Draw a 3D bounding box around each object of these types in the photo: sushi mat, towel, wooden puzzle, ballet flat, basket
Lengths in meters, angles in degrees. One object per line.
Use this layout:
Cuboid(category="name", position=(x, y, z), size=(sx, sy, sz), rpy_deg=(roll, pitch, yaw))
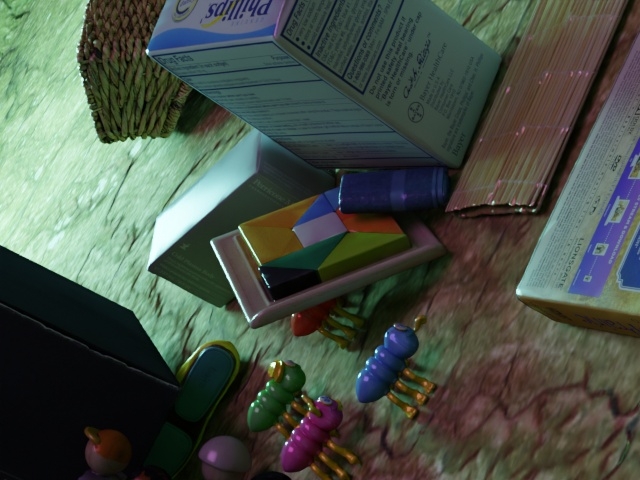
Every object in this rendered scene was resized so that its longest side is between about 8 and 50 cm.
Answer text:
Cuboid(category="sushi mat", position=(0.237, -0.166, 1.471), size=(0.151, 0.019, 0.316), rpy_deg=(0, 61, 61))
Cuboid(category="towel", position=(0.081, -0.052, 1.535), size=(0.120, 0.029, 0.067), rpy_deg=(-3, 30, 11))
Cuboid(category="wooden puzzle", position=(0.000, 0.000, 1.553), size=(0.221, 0.044, 0.238), rpy_deg=(-21, 25, -7))
Cuboid(category="ballet flat", position=(-0.174, 0.218, 1.740), size=(0.231, 0.077, 0.077), rpy_deg=(-54, 5, 3))
Cuboid(category="basket", position=(-0.266, -0.297, 2.345), size=(0.223, 0.213, 0.299), rpy_deg=(-10, 33, 2))

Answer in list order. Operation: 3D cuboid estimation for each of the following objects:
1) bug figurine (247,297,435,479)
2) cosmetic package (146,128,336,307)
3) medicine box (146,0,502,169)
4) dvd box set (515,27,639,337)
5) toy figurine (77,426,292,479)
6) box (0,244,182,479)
Cuboid(category="bug figurine", position=(0.008, 0.137, 1.493), size=(0.216, 0.072, 0.279), rpy_deg=(-58, 27, 3))
Cuboid(category="cosmetic package", position=(-0.100, -0.029, 1.795), size=(0.238, 0.127, 0.107), rpy_deg=(-39, 32, 39))
Cuboid(category="medicine box", position=(0.003, -0.206, 1.585), size=(0.263, 0.289, 0.149), rpy_deg=(4, 66, 53))
Cuboid(category="dvd box set", position=(0.355, -0.058, 1.106), size=(0.420, 0.062, 0.307), rpy_deg=(6, 67, 62))
Cuboid(category="toy figurine", position=(-0.145, 0.278, 1.451), size=(0.213, 0.210, 0.148), rpy_deg=(25, 101, 65))
Cuboid(category="box", position=(-0.433, 0.272, 1.729), size=(0.471, 0.297, 0.480), rpy_deg=(-63, 16, 1))
